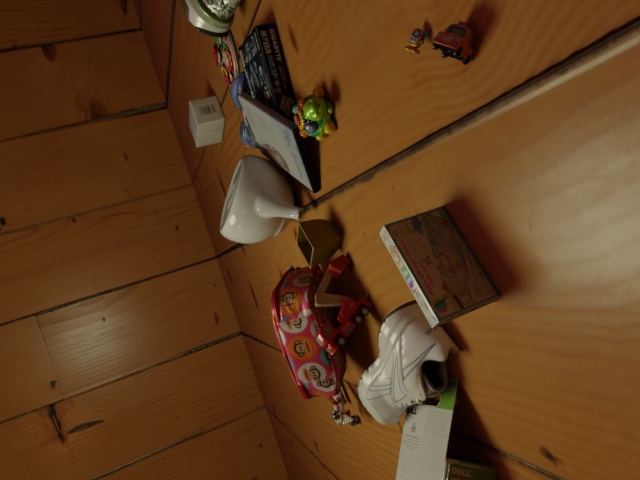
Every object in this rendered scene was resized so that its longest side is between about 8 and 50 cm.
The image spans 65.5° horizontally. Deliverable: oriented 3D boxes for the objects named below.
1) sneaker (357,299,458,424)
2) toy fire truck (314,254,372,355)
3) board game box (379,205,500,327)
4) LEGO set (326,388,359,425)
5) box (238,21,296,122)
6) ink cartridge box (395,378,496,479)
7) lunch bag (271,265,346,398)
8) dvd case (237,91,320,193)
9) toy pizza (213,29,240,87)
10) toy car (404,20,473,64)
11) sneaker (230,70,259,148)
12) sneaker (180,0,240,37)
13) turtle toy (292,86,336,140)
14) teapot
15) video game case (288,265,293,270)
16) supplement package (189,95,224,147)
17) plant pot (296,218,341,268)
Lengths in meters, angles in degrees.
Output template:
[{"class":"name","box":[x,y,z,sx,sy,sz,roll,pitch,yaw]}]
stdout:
[{"class":"sneaker","box":[0.152,0.248,0.888,0.129,0.111,0.297,45,142,38]},{"class":"toy fire truck","box":[0.035,0.137,1.079,0.135,0.192,0.047,38,151,9]},{"class":"board game box","box":[0.163,0.032,0.691,0.154,0.104,0.026,64,159,23]},{"class":"LEGO set","box":[0.045,0.407,1.384,0.244,0.060,0.182,64,-167,10]},{"class":"box","box":[-0.126,-0.378,1.186,0.175,0.051,0.220,9,116,68]},{"class":"ink cartridge box","box":[0.221,0.383,0.887,0.189,0.097,0.255,136,149,-69]},{"class":"lunch bag","box":[-0.016,0.209,1.228,0.258,0.120,0.292,-66,-39,-69]},{"class":"dvd case","box":[-0.098,-0.231,1.168,0.253,0.022,0.180,40,159,41]},{"class":"toy pizza","box":[-0.291,-0.556,1.500,0.201,0.032,0.201,53,153,42]},{"class":"toy car","box":[0.136,-0.246,0.597,0.122,0.060,0.040,40,112,45]},{"class":"sneaker","box":[-0.174,-0.344,1.332,0.087,0.083,0.221,33,145,41]},{"class":"sneaker","box":[-0.257,-0.713,1.193,0.182,0.158,0.410,-18,88,40]},{"class":"turtle toy","box":[-0.015,-0.248,0.978,0.130,0.066,0.095,-11,97,71]},{"class":"teapot","box":[-0.152,-0.096,1.331,0.252,0.187,0.255,123,155,-43]},{"class":"video game case","box":[-0.072,0.175,1.587,0.166,0.015,0.119,93,152,-46]},{"class":"supplement package","box":[-0.427,-0.442,1.861,0.105,0.105,0.179,67,159,11]},{"class":"plant pot","box":[0.000,0.000,1.132,0.081,0.083,0.081,60,157,31]}]
